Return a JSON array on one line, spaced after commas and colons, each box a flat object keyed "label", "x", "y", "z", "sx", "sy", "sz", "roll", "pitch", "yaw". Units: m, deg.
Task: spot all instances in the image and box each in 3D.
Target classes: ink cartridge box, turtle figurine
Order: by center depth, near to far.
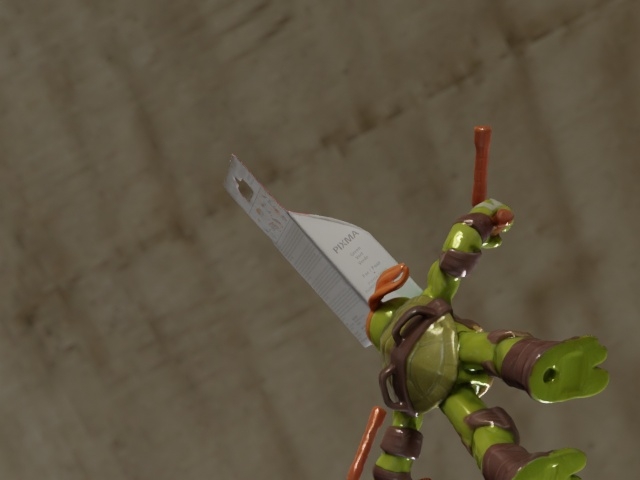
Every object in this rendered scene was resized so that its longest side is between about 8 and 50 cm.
[{"label": "turtle figurine", "x": 0.087, "y": 0.066, "z": 1.181, "sx": 0.087, "sy": 0.270, "sz": 0.217, "roll": 18, "pitch": 6, "yaw": -33}, {"label": "ink cartridge box", "x": 0.000, "y": 0.000, "z": 1.850, "sx": 0.225, "sy": 0.056, "sz": 0.181, "roll": 50, "pitch": -11, "yaw": 3}]
